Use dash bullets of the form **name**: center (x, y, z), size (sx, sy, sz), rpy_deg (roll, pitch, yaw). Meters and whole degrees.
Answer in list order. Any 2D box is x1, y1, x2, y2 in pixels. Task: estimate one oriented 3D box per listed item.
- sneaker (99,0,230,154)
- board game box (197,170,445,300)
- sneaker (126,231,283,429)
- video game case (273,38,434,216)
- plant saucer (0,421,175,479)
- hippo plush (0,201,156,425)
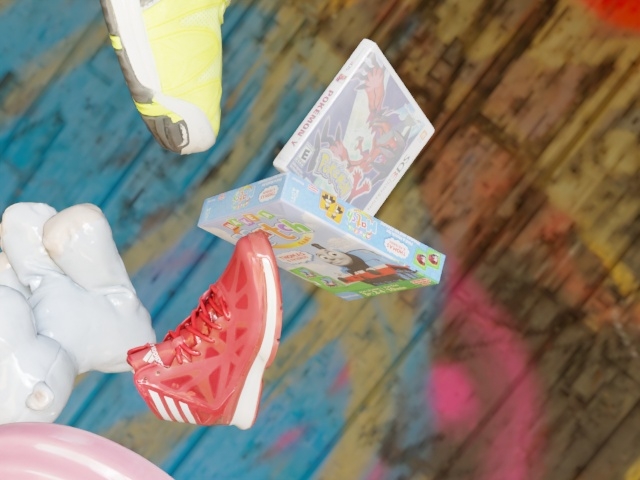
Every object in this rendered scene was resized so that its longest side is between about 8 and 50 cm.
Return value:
- **sneaker**: center (-0.098, -0.255, 0.935), size (0.147, 0.384, 0.145), rpy_deg (-7, 6, -9)
- **board game box**: center (0.000, 0.000, 1.373), size (0.211, 0.039, 0.160), rpy_deg (28, -24, -29)
- **sneaker**: center (-0.112, 0.092, 1.219), size (0.128, 0.221, 0.087), rpy_deg (-1, 30, -18)
- **video game case**: center (0.045, -0.113, 1.552), size (0.023, 0.183, 0.201), rpy_deg (30, -10, 36)
- **plant saucer**: center (-0.204, 0.306, 1.039), size (0.332, 0.332, 0.084), rpy_deg (38, 34, 4)
- **hippo plush**: center (-0.329, 0.123, 1.493), size (0.236, 0.234, 0.294), rpy_deg (-43, 106, -43)
